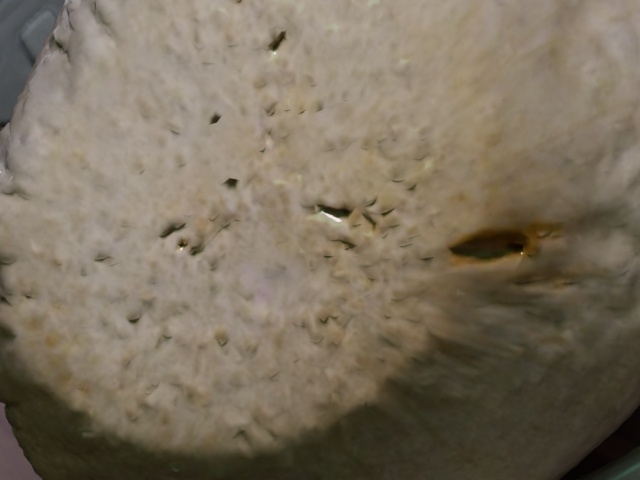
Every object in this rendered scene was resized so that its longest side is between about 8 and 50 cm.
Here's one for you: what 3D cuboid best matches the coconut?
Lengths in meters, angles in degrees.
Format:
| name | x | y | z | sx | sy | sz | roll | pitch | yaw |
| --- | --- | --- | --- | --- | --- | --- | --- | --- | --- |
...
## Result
| name | x | y | z | sx | sy | sz | roll | pitch | yaw |
| --- | --- | --- | --- | --- | --- | --- | --- | --- | --- |
| coconut | 0.021 | -0.031 | 0.666 | 0.344 | 0.415 | 0.415 | 43 | 73 | 8 |

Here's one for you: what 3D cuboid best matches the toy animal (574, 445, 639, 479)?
| name | x | y | z | sx | sy | sz | roll | pitch | yaw |
| --- | --- | --- | --- | --- | --- | --- | --- | --- | --- |
| toy animal | 0.173 | 0.181 | 0.576 | 0.289 | 0.174 | 0.249 | 15 | 72 | 25 |

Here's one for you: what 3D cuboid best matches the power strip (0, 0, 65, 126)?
| name | x | y | z | sx | sy | sz | roll | pitch | yaw |
| --- | --- | --- | --- | --- | --- | --- | --- | --- | --- |
| power strip | -0.192 | -0.184 | 0.909 | 0.141 | 0.261 | 0.229 | 26 | 66 | 34 |
